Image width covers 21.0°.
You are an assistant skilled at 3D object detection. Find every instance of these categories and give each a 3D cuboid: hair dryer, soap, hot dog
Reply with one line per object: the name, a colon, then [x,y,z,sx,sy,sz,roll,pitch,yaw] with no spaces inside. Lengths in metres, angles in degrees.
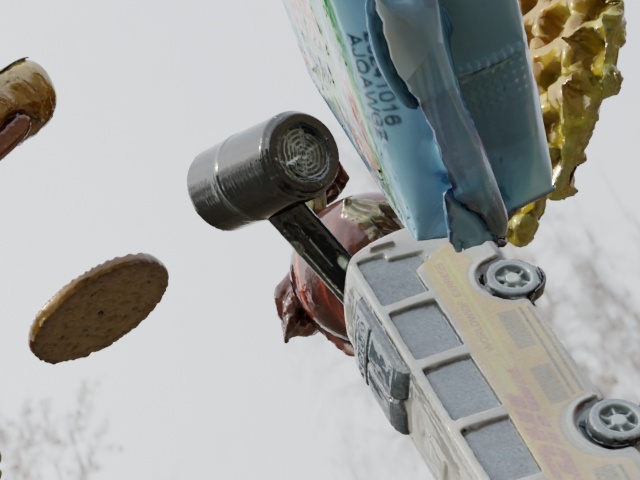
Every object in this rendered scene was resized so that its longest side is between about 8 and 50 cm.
hair dryer: [0.000,0.000,1.361,0.124,0.219,0.071,-17,28,53]
soap: [0.028,-0.111,0.774,0.077,0.293,0.156,-20,-67,-3]
hot dog: [-0.250,-0.050,1.142,0.215,0.047,0.066,-44,-30,-35]

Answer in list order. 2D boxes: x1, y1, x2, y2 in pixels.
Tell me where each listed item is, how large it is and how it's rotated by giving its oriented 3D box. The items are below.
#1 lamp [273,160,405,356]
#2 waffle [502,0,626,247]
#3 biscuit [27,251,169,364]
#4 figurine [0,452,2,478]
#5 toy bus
lamp: [0.029,0.013,1.671,0.223,0.215,0.151,-1,-7,25]
waffle: [0.183,-0.149,1.595,0.068,0.302,0.325,20,-70,-24]
biscuit: [-0.262,0.078,2.030,0.188,0.027,0.188,-30,-23,-14]
figurine: [-0.543,0.249,2.069,0.168,0.187,0.315,-15,-22,21]
toy bus: [0.126,0.119,1.200,0.138,0.342,0.097,-15,-49,-16]
